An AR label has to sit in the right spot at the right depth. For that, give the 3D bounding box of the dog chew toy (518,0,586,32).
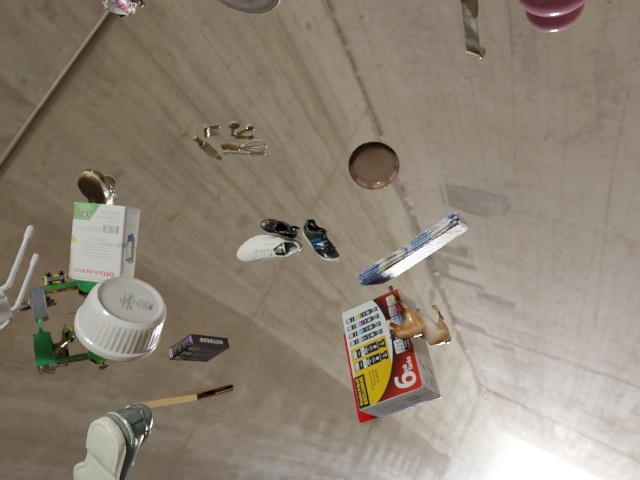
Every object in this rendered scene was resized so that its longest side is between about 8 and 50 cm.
[{"bbox_3d":[0.517,-0.594,1.187,0.207,0.206,0.332,20,-14,28],"label":"dog chew toy"}]

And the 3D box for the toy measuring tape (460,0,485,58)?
[{"bbox_3d":[0.289,-0.489,0.977,0.121,0.121,0.330,19,-22,31],"label":"toy measuring tape"}]

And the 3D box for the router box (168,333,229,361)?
[{"bbox_3d":[-0.444,0.397,1.988,0.133,0.046,0.179,-34,-31,26],"label":"router box"}]

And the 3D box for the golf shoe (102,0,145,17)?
[{"bbox_3d":[-0.524,-0.617,1.389,0.067,0.086,0.186,56,10,0],"label":"golf shoe"}]

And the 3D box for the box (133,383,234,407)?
[{"bbox_3d":[-0.353,0.408,1.412,0.201,0.021,0.164,-14,-10,22],"label":"box"}]

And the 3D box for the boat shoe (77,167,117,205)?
[{"bbox_3d":[-0.674,-0.166,1.659,0.095,0.095,0.257,26,-25,-6],"label":"boat shoe"}]

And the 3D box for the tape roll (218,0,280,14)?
[{"bbox_3d":[-0.193,-0.655,1.225,0.286,0.100,0.286,24,-15,7],"label":"tape roll"}]

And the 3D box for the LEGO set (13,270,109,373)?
[{"bbox_3d":[-0.789,0.275,1.700,0.331,0.255,0.192,66,-29,13],"label":"LEGO set"}]

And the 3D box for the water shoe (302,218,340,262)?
[{"bbox_3d":[0.000,0.000,2.015,0.203,0.073,0.080,44,-40,30],"label":"water shoe"}]

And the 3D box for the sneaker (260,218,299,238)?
[{"bbox_3d":[-0.141,-0.046,1.849,0.170,0.051,0.089,18,-7,20],"label":"sneaker"}]

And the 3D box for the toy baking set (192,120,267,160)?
[{"bbox_3d":[-0.280,-0.305,1.733,0.197,0.030,0.256,-11,-21,13],"label":"toy baking set"}]

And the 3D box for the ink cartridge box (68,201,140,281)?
[{"bbox_3d":[-0.602,0.006,1.509,0.154,0.212,0.093,5,0,7],"label":"ink cartridge box"}]

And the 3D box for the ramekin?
[{"bbox_3d":[-0.475,0.180,1.313,0.207,0.109,0.207,25,26,-13],"label":"ramekin"}]

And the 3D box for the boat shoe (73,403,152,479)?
[{"bbox_3d":[-0.395,0.427,1.046,0.116,0.099,0.319,39,-53,17],"label":"boat shoe"}]

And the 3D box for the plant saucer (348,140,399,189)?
[{"bbox_3d":[0.175,-0.249,1.777,0.168,0.168,0.029,30,27,-11],"label":"plant saucer"}]

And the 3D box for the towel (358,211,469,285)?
[{"bbox_3d":[0.236,0.025,1.341,0.034,0.285,0.209,59,18,15],"label":"towel"}]

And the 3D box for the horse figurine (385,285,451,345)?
[{"bbox_3d":[0.273,0.222,1.460,0.263,0.066,0.174,27,25,-28],"label":"horse figurine"}]

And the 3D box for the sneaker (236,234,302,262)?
[{"bbox_3d":[-0.180,0.030,1.892,0.095,0.235,0.090,-103,177,-71],"label":"sneaker"}]

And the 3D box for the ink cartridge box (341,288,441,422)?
[{"bbox_3d":[0.172,0.344,1.594,0.272,0.309,0.130,-28,-40,22],"label":"ink cartridge box"}]

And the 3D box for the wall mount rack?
[{"bbox_3d":[-0.834,0.124,1.380,0.130,0.304,0.350,51,-32,3],"label":"wall mount rack"}]
